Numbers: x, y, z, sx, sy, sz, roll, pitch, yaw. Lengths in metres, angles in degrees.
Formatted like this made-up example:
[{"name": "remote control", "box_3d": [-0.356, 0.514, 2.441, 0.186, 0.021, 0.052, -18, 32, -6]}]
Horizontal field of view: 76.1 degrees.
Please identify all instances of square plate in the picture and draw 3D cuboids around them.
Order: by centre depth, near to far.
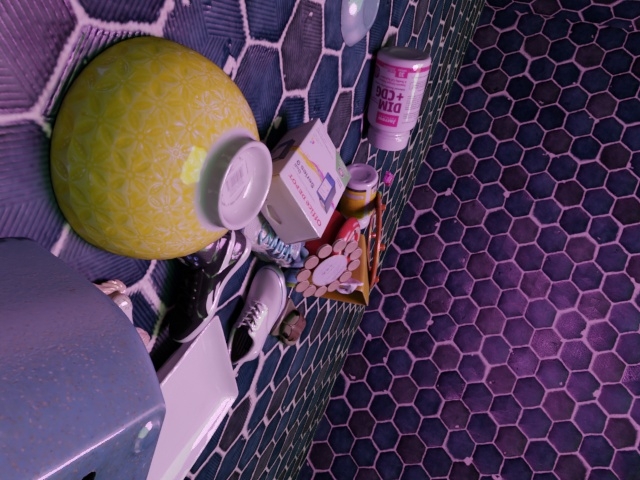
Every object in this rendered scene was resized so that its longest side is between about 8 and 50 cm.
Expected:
[{"name": "square plate", "box_3d": [-0.290, 0.358, 0.784, 0.344, 0.049, 0.347, -54, 157, -40]}]

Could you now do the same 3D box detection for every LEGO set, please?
[{"name": "LEGO set", "box_3d": [0.187, -0.186, 1.563, 0.227, 0.087, 0.093, -59, 158, -9]}]

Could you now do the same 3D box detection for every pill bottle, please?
[{"name": "pill bottle", "box_3d": [0.234, -0.438, 1.280, 0.160, 0.161, 0.283, -51, 155, -45]}, {"name": "pill bottle", "box_3d": [0.122, -0.140, 1.356, 0.119, 0.119, 0.208, -55, 158, -37]}]

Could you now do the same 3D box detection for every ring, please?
[{"name": "ring", "box_3d": [0.189, 0.000, 1.408, 0.336, 0.032, 0.336, -176, -90, -90]}]

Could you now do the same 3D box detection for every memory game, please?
[{"name": "memory game", "box_3d": [0.020, 0.067, 0.968, 0.186, 0.012, 0.186, -23, 141, -21]}]

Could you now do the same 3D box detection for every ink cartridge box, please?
[{"name": "ink cartridge box", "box_3d": [-0.036, -0.119, 0.816, 0.154, 0.093, 0.212, 57, 41, -28]}]

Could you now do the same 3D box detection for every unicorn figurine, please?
[{"name": "unicorn figurine", "box_3d": [-0.283, 0.127, 0.562, 0.111, 0.060, 0.161, -34, 142, -60]}]

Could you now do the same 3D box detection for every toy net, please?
[{"name": "toy net", "box_3d": [0.010, 0.110, 1.125, 0.122, 0.232, 0.045, -12, 111, -65]}]

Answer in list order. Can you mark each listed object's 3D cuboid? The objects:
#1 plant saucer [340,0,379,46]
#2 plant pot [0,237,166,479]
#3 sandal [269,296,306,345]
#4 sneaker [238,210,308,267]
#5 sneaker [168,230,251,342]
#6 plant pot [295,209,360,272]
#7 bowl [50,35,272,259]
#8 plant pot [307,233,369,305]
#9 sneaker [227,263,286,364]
[{"name": "plant saucer", "box_3d": [0.104, -0.560, 0.965, 0.195, 0.038, 0.194, -57, 159, -35]}, {"name": "plant pot", "box_3d": [-0.274, 0.158, 0.308, 0.247, 0.252, 0.247, -6, 115, -70]}, {"name": "sandal", "box_3d": [-0.084, 0.258, 1.252, 0.120, 0.086, 0.302, -63, 162, -18]}, {"name": "sneaker", "box_3d": [-0.095, -0.010, 0.859, 0.110, 0.122, 0.283, -66, 162, -8]}, {"name": "sneaker", "box_3d": [-0.218, 0.060, 0.682, 0.216, 0.079, 0.121, -59, 144, -7]}, {"name": "plant pot", "box_3d": [0.000, 0.000, 1.073, 0.191, 0.174, 0.191, -58, 161, -32]}, {"name": "bowl", "box_3d": [-0.157, -0.092, 0.529, 0.289, 0.156, 0.289, -57, 159, -36]}, {"name": "plant pot", "box_3d": [0.057, 0.079, 1.306, 0.212, 0.212, 0.187, 64, 37, -67]}, {"name": "sneaker", "box_3d": [-0.150, 0.182, 0.959, 0.091, 0.094, 0.258, -28, 137, -71]}]
